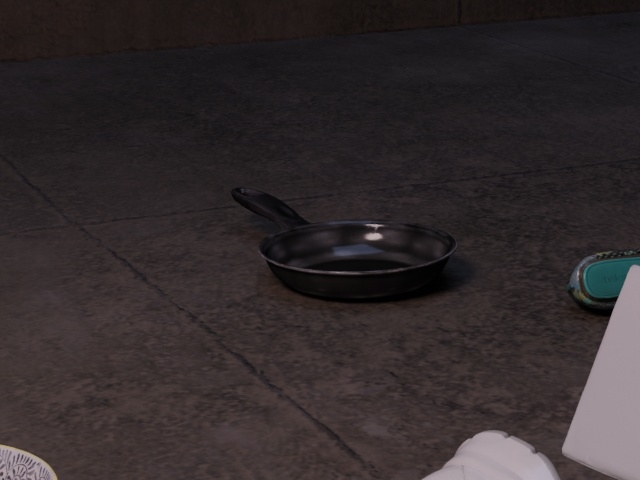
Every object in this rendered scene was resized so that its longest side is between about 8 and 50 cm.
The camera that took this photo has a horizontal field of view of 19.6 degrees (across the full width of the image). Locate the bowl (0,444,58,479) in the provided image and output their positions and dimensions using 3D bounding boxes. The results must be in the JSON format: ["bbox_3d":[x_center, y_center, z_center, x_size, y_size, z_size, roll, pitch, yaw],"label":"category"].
[{"bbox_3d":[-0.249,0.194,1.175,0.170,0.080,0.170,-1,16,0],"label":"bowl"}]

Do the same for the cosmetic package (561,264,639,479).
[{"bbox_3d":[0.317,0.127,1.156,0.224,0.138,0.225,21,-2,-40],"label":"cosmetic package"}]

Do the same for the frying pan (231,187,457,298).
[{"bbox_3d":[-0.015,0.007,1.877,0.326,0.053,0.197,9,18,35],"label":"frying pan"}]

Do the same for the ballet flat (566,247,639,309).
[{"bbox_3d":[0.320,0.034,1.768,0.188,0.070,0.070,-1,16,-15],"label":"ballet flat"}]

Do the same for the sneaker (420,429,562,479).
[{"bbox_3d":[0.141,0.211,1.117,0.129,0.111,0.297,-25,20,-28],"label":"sneaker"}]
